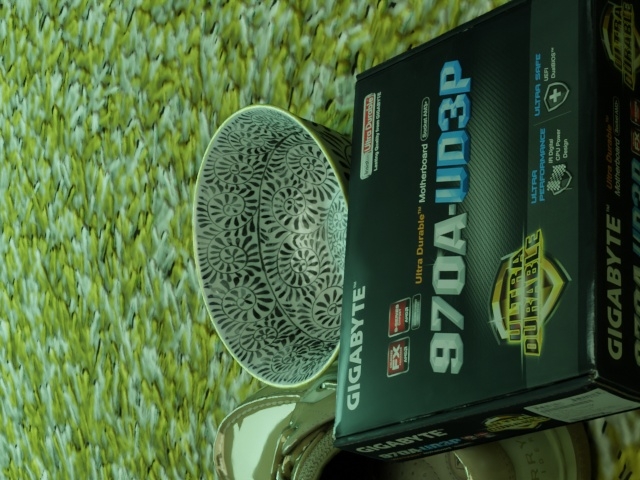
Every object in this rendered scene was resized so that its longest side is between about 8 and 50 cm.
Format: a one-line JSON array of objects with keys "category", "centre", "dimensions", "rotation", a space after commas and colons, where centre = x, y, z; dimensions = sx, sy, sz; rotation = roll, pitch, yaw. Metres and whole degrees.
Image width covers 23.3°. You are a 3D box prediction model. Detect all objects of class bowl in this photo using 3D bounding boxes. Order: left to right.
[{"category": "bowl", "centre": [0.000, 0.000, 0.939], "dimensions": [0.170, 0.080, 0.170], "rotation": [13, 106, 53]}]

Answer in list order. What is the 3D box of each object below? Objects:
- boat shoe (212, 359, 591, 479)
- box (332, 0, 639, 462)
[{"category": "boat shoe", "centre": [0.018, 0.130, 0.921], "dimensions": [0.302, 0.098, 0.109], "rotation": [-4, 91, 51]}, {"category": "box", "centre": [0.087, -0.009, 0.788], "dimensions": [0.175, 0.051, 0.220], "rotation": [-20, 57, 45]}]
